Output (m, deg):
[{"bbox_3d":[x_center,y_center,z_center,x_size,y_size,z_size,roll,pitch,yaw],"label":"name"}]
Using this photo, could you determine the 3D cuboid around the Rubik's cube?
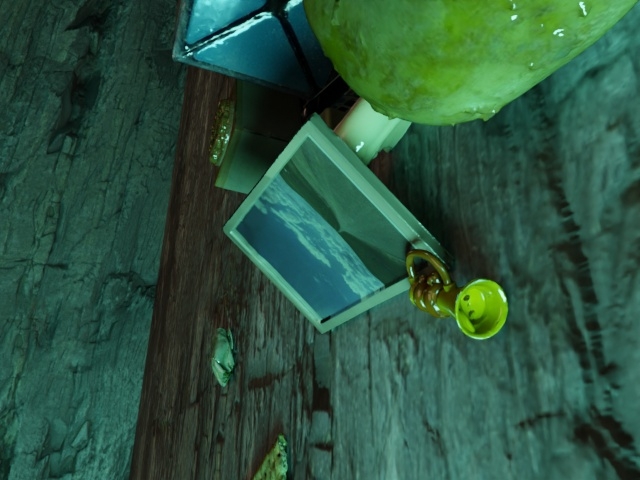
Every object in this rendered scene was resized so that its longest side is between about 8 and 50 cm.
[{"bbox_3d":[-0.082,-0.401,0.802,0.255,0.259,0.260,-104,30,-47],"label":"Rubik's cube"}]

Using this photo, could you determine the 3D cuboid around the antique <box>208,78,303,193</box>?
[{"bbox_3d":[-0.116,-0.181,0.907,0.152,0.147,0.147,123,151,-46],"label":"antique"}]

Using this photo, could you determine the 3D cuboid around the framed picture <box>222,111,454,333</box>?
[{"bbox_3d":[0.000,0.000,0.555,0.023,0.189,0.260,-46,4,-35],"label":"framed picture"}]

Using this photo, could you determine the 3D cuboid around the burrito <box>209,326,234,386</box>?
[{"bbox_3d":[-0.198,0.234,1.035,0.074,0.044,0.118,-65,23,19],"label":"burrito"}]

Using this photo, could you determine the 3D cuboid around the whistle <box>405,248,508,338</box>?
[{"bbox_3d":[0.098,0.042,0.429,0.046,0.057,0.109,-54,21,-8],"label":"whistle"}]

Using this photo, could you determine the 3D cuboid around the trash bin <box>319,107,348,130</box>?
[{"bbox_3d":[0.028,-0.115,0.657,0.043,0.060,0.092,-42,45,54],"label":"trash bin"}]

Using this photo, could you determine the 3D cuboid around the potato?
[{"bbox_3d":[0.108,-0.204,0.346,0.307,0.173,0.210,-31,75,52],"label":"potato"}]

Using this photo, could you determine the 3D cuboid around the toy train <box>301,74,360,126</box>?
[{"bbox_3d":[0.030,-0.201,0.706,0.207,0.047,0.043,-22,61,62],"label":"toy train"}]

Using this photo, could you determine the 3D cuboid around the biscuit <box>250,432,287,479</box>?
[{"bbox_3d":[-0.080,0.388,0.725,0.144,0.016,0.203,-104,33,-45],"label":"biscuit"}]

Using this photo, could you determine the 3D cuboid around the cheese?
[{"bbox_3d":[0.083,-0.158,0.523,0.235,0.049,0.127,-57,-13,23],"label":"cheese"}]
